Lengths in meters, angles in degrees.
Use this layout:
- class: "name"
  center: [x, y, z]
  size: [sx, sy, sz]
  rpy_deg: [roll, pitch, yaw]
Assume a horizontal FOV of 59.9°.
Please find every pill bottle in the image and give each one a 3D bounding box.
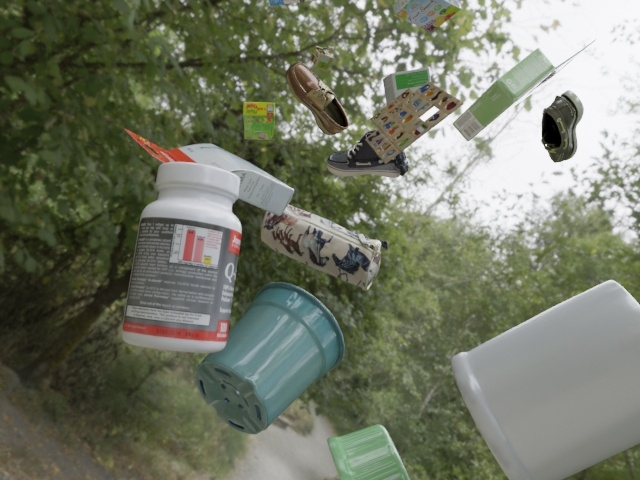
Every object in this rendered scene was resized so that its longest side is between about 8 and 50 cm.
- class: "pill bottle"
  center: [-0.274, 0.037, 1.140]
  size: [0.210, 0.363, 0.210]
  rpy_deg: [7, -8, 1]

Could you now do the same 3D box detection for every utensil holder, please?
- class: "utensil holder"
  center: [0.531, 0.310, 1.186]
  size: [0.328, 0.385, 0.328]
  rpy_deg: [53, 15, -21]

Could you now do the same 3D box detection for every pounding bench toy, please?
- class: "pounding bench toy"
  center: [0.010, -0.608, 1.813]
  size: [0.052, 0.083, 0.065]
  rpy_deg: [8, 40, -32]

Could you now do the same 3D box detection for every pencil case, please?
- class: "pencil case"
  center: [0.000, 0.000, 1.765]
  size: [0.410, 0.160, 0.184]
  rpy_deg: [24, -50, 12]

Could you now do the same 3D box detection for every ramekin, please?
- class: "ramekin"
  center: [0.140, 0.609, 1.371]
  size: [0.303, 0.148, 0.304]
  rpy_deg: [158, -90, -85]

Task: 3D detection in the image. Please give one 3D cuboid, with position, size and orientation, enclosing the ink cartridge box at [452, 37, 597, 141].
- class: "ink cartridge box"
  center: [0.375, -0.294, 1.036]
  size: [0.056, 0.235, 0.171]
  rpy_deg: [50, -18, 3]

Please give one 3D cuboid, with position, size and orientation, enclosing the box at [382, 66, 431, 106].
- class: "box"
  center: [0.225, -0.391, 1.437]
  size: [0.102, 0.101, 0.087]
  rpy_deg: [-130, -150, -80]

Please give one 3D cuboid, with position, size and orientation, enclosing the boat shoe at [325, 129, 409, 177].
- class: "boat shoe"
  center: [0.153, -0.325, 2.014]
  size: [0.340, 0.127, 0.158]
  rpy_deg: [6, -43, 32]

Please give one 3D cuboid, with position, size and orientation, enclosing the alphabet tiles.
- class: "alphabet tiles"
  center: [0.188, -0.272, 1.231]
  size: [0.009, 0.198, 0.237]
  rpy_deg: [48, 10, -28]

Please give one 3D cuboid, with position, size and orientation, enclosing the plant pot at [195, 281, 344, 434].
- class: "plant pot"
  center: [-0.159, 0.350, 1.612]
  size: [0.341, 0.334, 0.341]
  rpy_deg: [19, -52, 27]

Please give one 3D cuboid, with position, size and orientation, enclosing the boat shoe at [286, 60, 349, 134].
- class: "boat shoe"
  center: [0.004, -0.544, 2.116]
  size: [0.119, 0.123, 0.324]
  rpy_deg: [7, -34, 52]

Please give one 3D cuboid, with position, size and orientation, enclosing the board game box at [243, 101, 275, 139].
- class: "board game box"
  center: [-0.186, -0.360, 1.681]
  size: [0.092, 0.043, 0.181]
  rpy_deg: [-1, -12, -7]

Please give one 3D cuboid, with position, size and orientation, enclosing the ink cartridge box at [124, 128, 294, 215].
- class: "ink cartridge box"
  center: [-0.297, -0.213, 1.478]
  size: [0.384, 0.091, 0.308]
  rpy_deg: [25, 7, -37]

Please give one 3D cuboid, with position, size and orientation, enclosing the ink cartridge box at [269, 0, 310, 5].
- class: "ink cartridge box"
  center: [-0.047, -0.759, 1.588]
  size: [0.203, 0.148, 0.086]
  rpy_deg: [3, -32, 18]

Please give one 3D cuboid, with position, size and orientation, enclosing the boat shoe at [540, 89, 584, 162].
- class: "boat shoe"
  center: [0.701, -0.318, 1.646]
  size: [0.109, 0.091, 0.305]
  rpy_deg: [58, 1, 29]

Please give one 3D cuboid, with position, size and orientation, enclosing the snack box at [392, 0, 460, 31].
- class: "snack box"
  center: [0.266, -0.584, 1.389]
  size: [0.141, 0.037, 0.100]
  rpy_deg: [6, -24, -37]
